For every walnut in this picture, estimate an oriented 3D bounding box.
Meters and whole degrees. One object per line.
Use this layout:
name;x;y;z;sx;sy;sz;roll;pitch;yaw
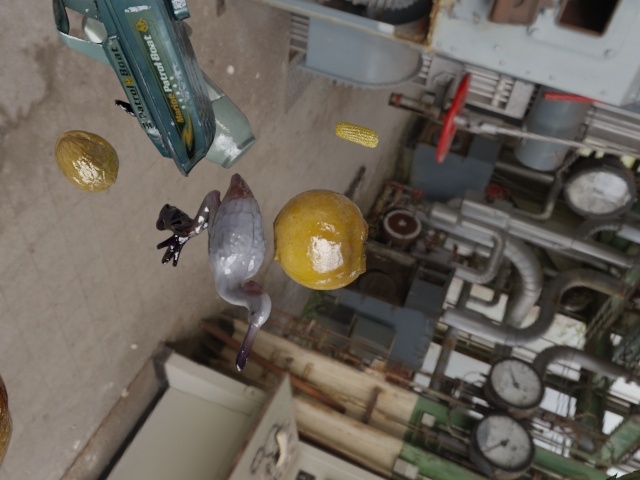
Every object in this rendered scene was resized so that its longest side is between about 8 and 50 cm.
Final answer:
walnut;-0.425;-0.145;1.092;0.124;0.105;0.105;54;48;-31

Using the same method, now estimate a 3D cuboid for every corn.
corn;0.075;-0.218;1.231;0.037;0.092;0.037;18;90;-82

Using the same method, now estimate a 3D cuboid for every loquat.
loquat;0.000;0.000;0.828;0.141;0.141;0.141;20;90;-78

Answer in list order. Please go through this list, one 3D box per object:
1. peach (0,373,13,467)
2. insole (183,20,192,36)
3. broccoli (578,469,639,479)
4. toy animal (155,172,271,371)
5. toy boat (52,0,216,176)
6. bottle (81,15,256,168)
peach;-0.399;0.177;0.557;0.214;0.214;0.235;-66;151;-18
insole;-0.253;-0.308;0.895;0.010;0.063;0.192;-52;174;35
broccoli;0.471;0.398;0.777;0.321;0.284;0.303;35;65;-75
toy animal;-0.136;0.022;0.925;0.195;0.324;0.090;-53;141;8
toy boat;-0.152;-0.144;0.537;0.246;0.103;0.093;81;-11;-55
bottle;-0.188;-0.204;0.775;0.079;0.253;0.096;-42;-174;26
